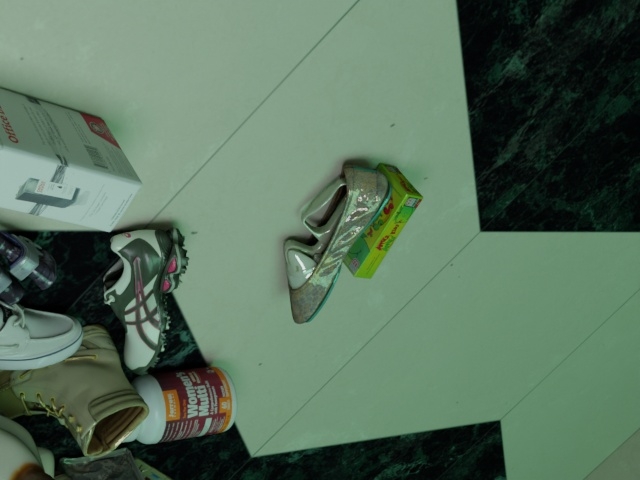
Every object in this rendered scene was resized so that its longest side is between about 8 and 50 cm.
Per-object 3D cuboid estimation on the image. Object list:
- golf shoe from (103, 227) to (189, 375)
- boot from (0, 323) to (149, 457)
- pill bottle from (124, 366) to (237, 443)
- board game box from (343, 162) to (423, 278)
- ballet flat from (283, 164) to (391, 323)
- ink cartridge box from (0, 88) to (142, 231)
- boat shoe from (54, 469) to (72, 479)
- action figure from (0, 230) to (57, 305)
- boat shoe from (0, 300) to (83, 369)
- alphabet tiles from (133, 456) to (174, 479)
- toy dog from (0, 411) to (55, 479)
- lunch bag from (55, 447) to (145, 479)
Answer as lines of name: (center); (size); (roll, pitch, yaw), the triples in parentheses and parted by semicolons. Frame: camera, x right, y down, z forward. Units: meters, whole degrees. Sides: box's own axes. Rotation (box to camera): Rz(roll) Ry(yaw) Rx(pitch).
golf shoe: (-0.294, 0.094, 1.714); (0.120, 0.105, 0.273); (5, 121, -21)
boot: (-0.415, 0.265, 1.686); (0.262, 0.203, 0.095); (-27, 140, -15)
pill bottle: (-0.267, 0.291, 1.892); (0.221, 0.121, 0.121); (-3, 130, -36)
board game box: (0.095, -0.033, 1.870); (0.043, 0.092, 0.181); (8, 123, -41)
ballet flat: (0.000, 0.000, 1.844); (0.106, 0.107, 0.316); (22, 110, -25)
ink cartridge box: (-0.364, -0.108, 1.391); (0.218, 0.158, 0.092); (17, 118, -45)
boat shoe: (-0.558, 0.489, 1.864); (0.342, 0.123, 0.123); (-48, 166, 27)
action figure: (-0.491, -0.011, 1.449); (0.185, 0.099, 0.285); (-35, 138, 8)
boat shoe: (-0.478, 0.130, 1.600); (0.267, 0.096, 0.088); (2, 132, -28)
alphabet tiles: (-0.449, 0.556, 2.106); (0.342, 0.011, 0.285); (-39, 142, 1)
toy dog: (-0.517, 0.421, 1.515); (0.284, 0.395, 0.408); (22, 117, 0)
lunch bag: (-0.384, 0.561, 1.923); (0.169, 0.287, 0.235); (-4, 131, -35)
